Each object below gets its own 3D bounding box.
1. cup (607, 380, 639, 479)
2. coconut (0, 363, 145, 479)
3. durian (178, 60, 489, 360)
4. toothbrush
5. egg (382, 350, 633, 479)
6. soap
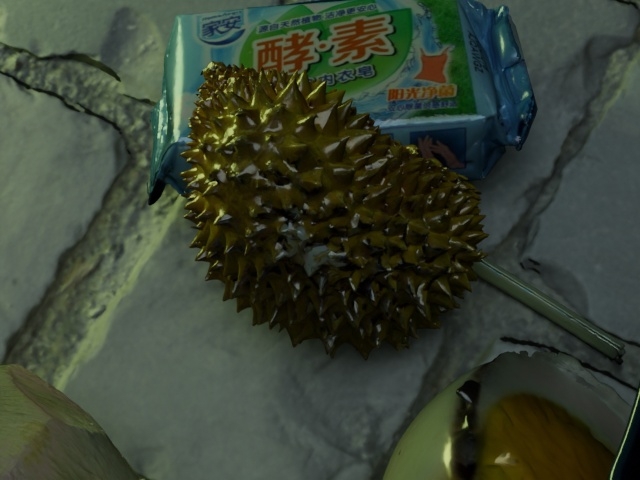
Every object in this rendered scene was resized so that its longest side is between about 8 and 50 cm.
[{"bbox_3d":[0.347,0.137,0.833,0.307,0.242,0.292,-4,53,44],"label":"cup"},{"bbox_3d":[-0.231,0.191,0.944,0.227,0.227,0.230,-39,109,-12],"label":"coconut"},{"bbox_3d":[0.005,0.000,1.020,0.249,0.138,0.183,32,102,-21],"label":"durian"},{"bbox_3d":[0.103,0.007,1.119,0.294,0.026,0.028,37,59,15],"label":"toothbrush"},{"bbox_3d":[0.135,0.224,0.934,0.174,0.264,0.286,-44,38,26],"label":"egg"},{"bbox_3d":[0.010,-0.110,1.123,0.293,0.077,0.156,-6,49,0],"label":"soap"}]
